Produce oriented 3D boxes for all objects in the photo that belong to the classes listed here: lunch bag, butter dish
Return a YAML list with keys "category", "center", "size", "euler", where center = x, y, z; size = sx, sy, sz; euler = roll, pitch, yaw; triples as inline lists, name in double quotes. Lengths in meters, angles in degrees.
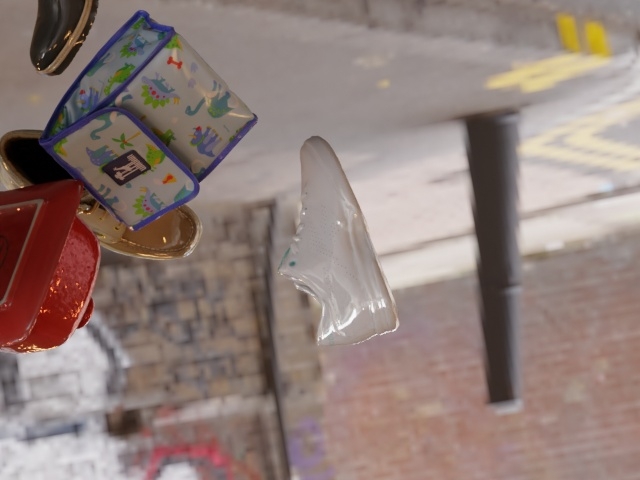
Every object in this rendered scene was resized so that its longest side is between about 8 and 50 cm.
- category: "lunch bag"
  center: [-0.152, -0.099, 1.481]
  size: [0.151, 0.129, 0.096]
  euler: [-47, -145, -5]
- category: "butter dish"
  center: [-0.248, 0.041, 1.496]
  size: [0.160, 0.160, 0.118]
  euler: [-7, 148, 42]

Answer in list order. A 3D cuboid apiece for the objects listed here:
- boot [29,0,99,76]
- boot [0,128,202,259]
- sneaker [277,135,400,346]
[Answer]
- category: "boot"
  center: [-0.284, -0.273, 1.679]
  size: [0.137, 0.197, 0.077]
  euler: [24, 163, -40]
- category: "boot"
  center: [-0.209, -0.043, 1.632]
  size: [0.213, 0.077, 0.165]
  euler: [25, 173, -7]
- category: "sneaker"
  center: [0.000, 0.000, 1.605]
  size: [0.094, 0.212, 0.080]
  euler: [-20, 154, 4]
